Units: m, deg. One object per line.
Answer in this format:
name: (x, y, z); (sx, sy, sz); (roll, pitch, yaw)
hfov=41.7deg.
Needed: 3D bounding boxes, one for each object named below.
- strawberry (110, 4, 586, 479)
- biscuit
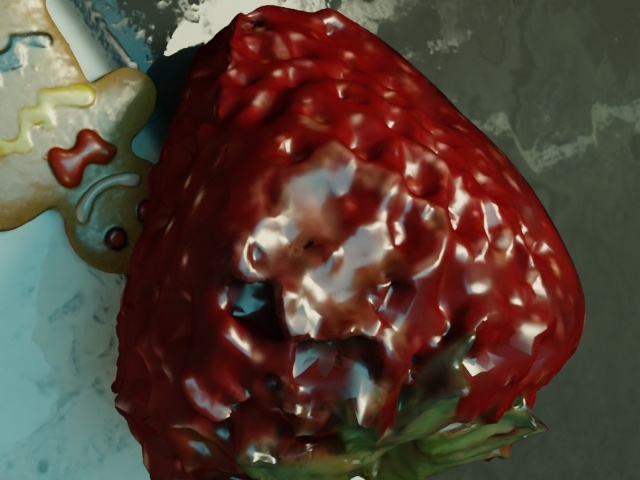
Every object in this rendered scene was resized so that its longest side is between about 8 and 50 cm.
strawberry: (0.000, 0.000, 0.603); (0.318, 0.295, 0.345); (-11, 63, -11)
biscuit: (-0.191, -0.079, 0.601); (0.165, 0.036, 0.250); (-42, 110, -19)
